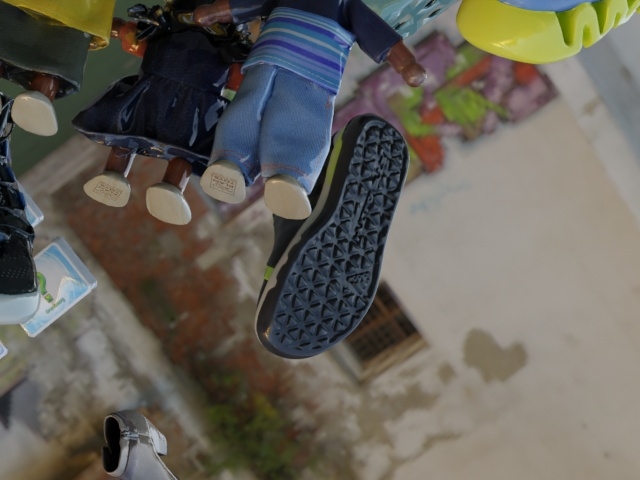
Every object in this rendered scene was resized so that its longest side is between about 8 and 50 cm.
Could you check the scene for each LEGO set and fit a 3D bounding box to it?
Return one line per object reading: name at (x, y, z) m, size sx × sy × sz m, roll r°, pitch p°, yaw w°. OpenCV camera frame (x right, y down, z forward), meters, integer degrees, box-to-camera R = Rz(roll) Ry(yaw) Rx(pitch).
LEGO set at (-0.322, 0.033, 1.130) m, size 0.244 × 0.182 × 0.060 m, roll -36°, pitch -177°, yaw 25°

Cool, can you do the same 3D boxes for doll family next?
doll family at (-0.060, -0.076, 0.499) m, size 0.076 × 0.193 × 0.111 m, roll 119°, pitch -8°, yaw -61°

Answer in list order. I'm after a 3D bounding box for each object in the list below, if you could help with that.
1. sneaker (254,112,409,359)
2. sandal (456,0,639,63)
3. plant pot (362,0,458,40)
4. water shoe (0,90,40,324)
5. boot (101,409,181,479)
sneaker at (0.000, 0.000, 1.144) m, size 0.097 × 0.084 × 0.234 m, roll -16°, pitch -140°, yaw 50°
sandal at (0.239, -0.242, 1.035) m, size 0.317 × 0.138 × 0.126 m, roll -29°, pitch -134°, yaw -29°
plant pot at (0.027, -0.292, 1.209) m, size 0.166 × 0.234 × 0.165 m, roll -35°, pitch 170°, yaw 4°
water shoe at (-0.191, -0.042, 0.733) m, size 0.073 × 0.203 × 0.080 m, roll 4°, pitch 126°, yaw -38°
boot at (-0.163, 0.211, 1.274) m, size 0.042 × 0.118 × 0.087 m, roll -24°, pitch 156°, yaw 19°
